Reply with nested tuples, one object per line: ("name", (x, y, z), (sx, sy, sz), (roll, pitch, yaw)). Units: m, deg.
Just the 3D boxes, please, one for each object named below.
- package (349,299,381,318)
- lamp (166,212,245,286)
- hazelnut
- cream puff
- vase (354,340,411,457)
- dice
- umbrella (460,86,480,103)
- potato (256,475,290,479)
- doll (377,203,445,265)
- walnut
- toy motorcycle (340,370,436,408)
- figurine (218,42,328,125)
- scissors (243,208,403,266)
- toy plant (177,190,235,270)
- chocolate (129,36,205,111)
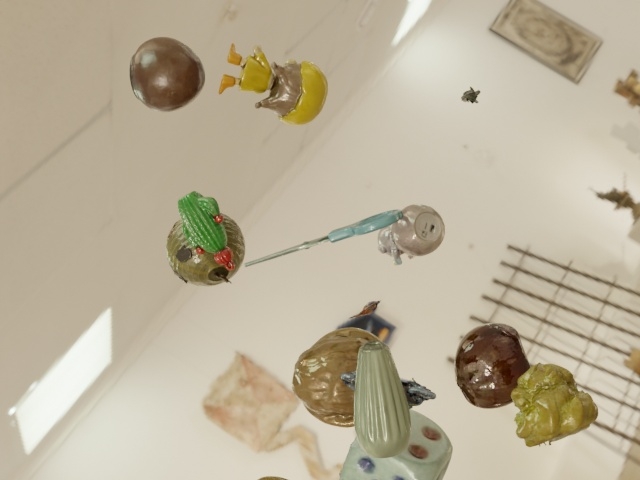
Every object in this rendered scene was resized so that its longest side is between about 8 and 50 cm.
("package", (0.150, 0.229, 2.491), (0.111, 0.033, 0.077), (-38, 0, 17))
("lamp", (-0.344, 0.044, 2.350), (0.250, 0.284, 0.250), (-19, -40, -17))
("hazelnut", (0.459, 0.340, 2.072), (0.218, 0.233, 0.218), (-22, 9, 4))
("cream puff", (0.538, 0.373, 1.762), (0.194, 0.195, 0.221), (-58, -29, 10))
("vase", (0.131, 0.349, 1.689), (0.128, 0.128, 0.248), (-34, -61, -72))
("dice", (0.232, 0.685, 2.307), (0.268, 0.263, 0.264), (-29, -40, -59))
("umbrella", (0.373, -0.358, 1.886), (0.044, 0.044, 0.269), (-16, 6, 10))
("potato", (-0.085, 0.570, 1.591), (0.137, 0.176, 0.137), (-27, -49, -35))
("doll", (0.240, -0.016, 2.134), (0.151, 0.151, 0.287), (-55, 8, -16))
("walnut", (0.075, 0.388, 2.151), (0.285, 0.285, 0.296), (-56, -30, -9))
("toy motorcycle", (0.171, 0.365, 1.882), (0.135, 0.255, 0.092), (45, -123, -60))
("figurine", (-0.146, -0.497, 2.449), (0.187, 0.344, 0.215), (-86, 14, -56))
("scissors", (0.000, 0.000, 2.005), (0.447, 0.029, 0.192), (-18, 6, 14))
("toy plant", (-0.329, -0.027, 2.162), (0.088, 0.155, 0.240), (-44, -49, -49))
("chocolate", (-0.333, -0.371, 1.700), (0.176, 0.177, 0.177), (-56, -7, -10))
